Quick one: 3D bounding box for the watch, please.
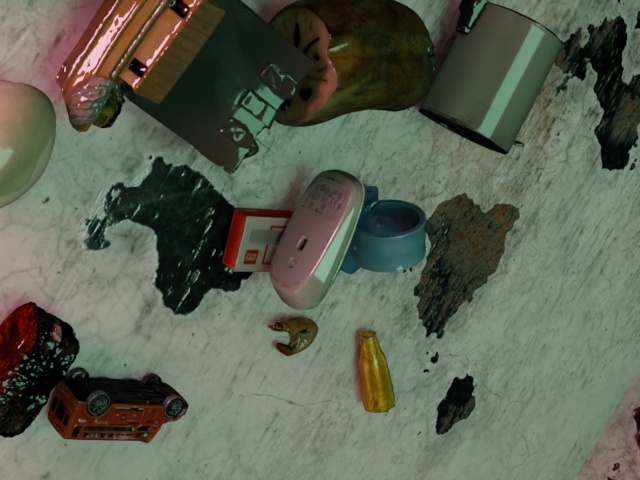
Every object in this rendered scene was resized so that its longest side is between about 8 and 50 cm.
[{"bbox_3d":[0.132,-0.021,2.078,0.211,0.193,0.211,-33,131,-48],"label":"watch"}]

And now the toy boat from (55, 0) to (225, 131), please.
[{"bbox_3d":[-0.252,-0.350,1.544,0.445,0.162,0.136,-53,180,13],"label":"toy boat"}]

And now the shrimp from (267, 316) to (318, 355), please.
[{"bbox_3d":[-0.070,0.208,2.161,0.162,0.045,0.095,11,124,-49],"label":"shrimp"}]

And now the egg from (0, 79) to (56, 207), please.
[{"bbox_3d":[-0.497,-0.148,1.496,0.217,0.183,0.183,-37,131,-10],"label":"egg"}]

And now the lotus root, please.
[{"bbox_3d":[0.067,-0.340,1.862,0.346,0.250,0.250,-10,117,-39],"label":"lotus root"}]

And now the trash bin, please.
[{"bbox_3d":[0.365,-0.349,2.128,0.277,0.217,0.262,26,94,-24],"label":"trash bin"}]

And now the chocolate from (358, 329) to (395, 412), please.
[{"bbox_3d":[0.126,0.308,2.349,0.085,0.085,0.219,-29,126,-27],"label":"chocolate"}]

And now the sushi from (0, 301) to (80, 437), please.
[{"bbox_3d":[-0.519,0.225,1.702,0.225,0.136,0.126,-50,126,-3],"label":"sushi"}]

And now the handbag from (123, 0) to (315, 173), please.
[{"bbox_3d":[-0.172,-0.281,1.689,0.260,0.079,0.247,37,96,-13],"label":"handbag"}]

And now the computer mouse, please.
[{"bbox_3d":[0.004,0.003,1.957,0.097,0.159,0.288,28,90,-39],"label":"computer mouse"}]

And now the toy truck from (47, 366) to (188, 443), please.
[{"bbox_3d":[-0.384,0.321,1.887,0.253,0.107,0.114,13,103,-42],"label":"toy truck"}]

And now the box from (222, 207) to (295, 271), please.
[{"bbox_3d":[-0.087,0.001,2.025,0.229,0.050,0.123,3,109,-42],"label":"box"}]
